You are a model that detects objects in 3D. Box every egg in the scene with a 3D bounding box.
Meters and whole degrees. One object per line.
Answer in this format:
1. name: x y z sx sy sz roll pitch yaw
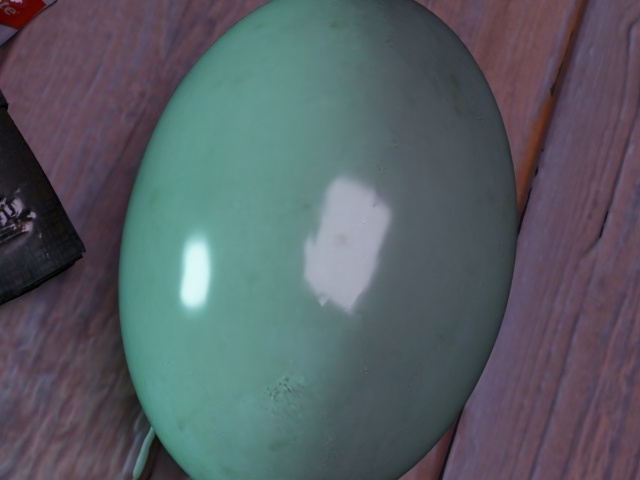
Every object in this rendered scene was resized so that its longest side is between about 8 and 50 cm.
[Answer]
1. egg: 0.000 0.000 0.892 0.276 0.276 0.389 17 73 -17

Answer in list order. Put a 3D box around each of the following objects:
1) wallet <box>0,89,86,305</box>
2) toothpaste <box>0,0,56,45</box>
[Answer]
1. wallet: -0.304 -0.090 0.872 0.169 0.044 0.317 -30 96 -33
2. toothpaste: -0.318 -0.118 0.924 0.075 0.048 0.301 41 64 -4
